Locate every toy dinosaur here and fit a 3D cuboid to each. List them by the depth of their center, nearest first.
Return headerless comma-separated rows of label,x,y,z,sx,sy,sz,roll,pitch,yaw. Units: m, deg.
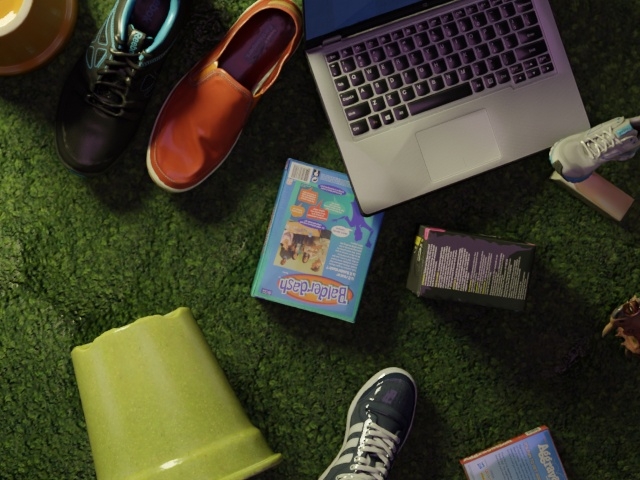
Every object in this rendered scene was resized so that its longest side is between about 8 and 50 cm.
toy dinosaur,0.548,0.163,1.894,0.200,0.127,0.296,-32,109,5

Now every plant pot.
plant pot,-0.443,-0.332,1.723,0.205,0.188,0.205,0,94,-6
plant pot,-0.224,0.240,1.766,0.276,0.276,0.254,-21,85,-4

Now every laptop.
laptop,0.189,-0.287,1.743,0.381,0.236,0.408,-20,94,-11

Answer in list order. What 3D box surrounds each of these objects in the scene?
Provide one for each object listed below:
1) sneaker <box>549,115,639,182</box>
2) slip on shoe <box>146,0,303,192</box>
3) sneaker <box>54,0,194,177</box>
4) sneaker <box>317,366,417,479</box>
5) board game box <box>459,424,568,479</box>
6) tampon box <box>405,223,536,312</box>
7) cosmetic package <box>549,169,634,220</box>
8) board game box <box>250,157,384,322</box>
sneaker,0.413,-0.145,1.835,0.190,0.083,0.071,-25,79,-33
slip on shoe,-0.138,-0.213,1.806,0.123,0.101,0.331,38,91,-9
sneaker,-0.283,-0.249,1.770,0.125,0.139,0.341,23,93,-9
sneaker,0.068,0.325,1.836,0.099,0.153,0.282,29,91,-7
board game box,0.331,0.439,1.933,0.145,0.027,0.281,-22,96,-2
tampon box,0.218,0.038,1.847,0.160,0.120,0.102,9,94,-6
cosmetic package,0.406,-0.078,1.889,0.115,0.060,0.041,34,90,-8
board game box,0.000,0.000,1.860,0.160,0.047,0.210,16,91,-7
